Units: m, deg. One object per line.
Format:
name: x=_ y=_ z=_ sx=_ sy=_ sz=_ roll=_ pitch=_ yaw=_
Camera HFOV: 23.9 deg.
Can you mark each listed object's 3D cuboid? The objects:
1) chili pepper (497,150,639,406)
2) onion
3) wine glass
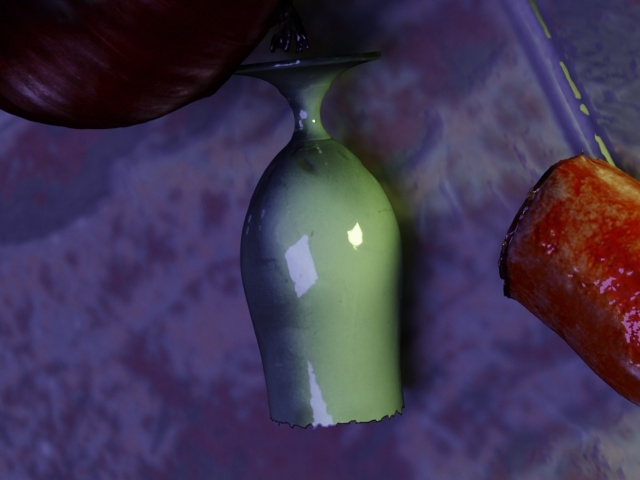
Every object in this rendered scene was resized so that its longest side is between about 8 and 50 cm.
chili pepper: x=0.177 y=0.041 z=0.742 sx=0.192 sy=0.084 sz=0.086 roll=40 pitch=133 yaw=24
onion: x=-0.129 y=-0.195 z=0.769 sx=0.273 sy=0.285 sz=0.273 roll=-42 pitch=37 yaw=43
wine glass: x=0.000 y=0.000 z=0.836 sx=0.093 sy=0.093 sz=0.202 roll=-1 pitch=99 yaw=31
